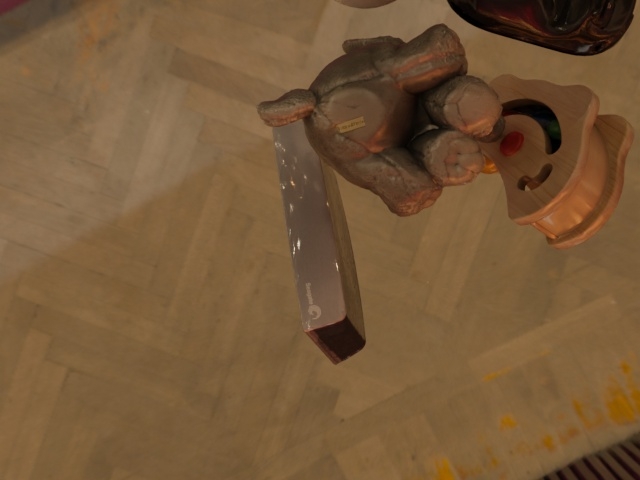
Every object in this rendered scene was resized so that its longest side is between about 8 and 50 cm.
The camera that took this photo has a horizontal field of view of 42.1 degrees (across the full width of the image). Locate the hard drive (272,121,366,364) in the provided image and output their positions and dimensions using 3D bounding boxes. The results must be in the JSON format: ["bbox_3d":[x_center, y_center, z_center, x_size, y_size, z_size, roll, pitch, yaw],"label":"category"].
[{"bbox_3d":[0.000,0.000,0.953,0.054,0.172,0.254,-13,66,8],"label":"hard drive"}]

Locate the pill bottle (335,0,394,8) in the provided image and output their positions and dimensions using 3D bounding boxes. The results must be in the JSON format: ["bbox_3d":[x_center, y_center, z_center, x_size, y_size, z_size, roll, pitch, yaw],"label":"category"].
[{"bbox_3d":[0.026,-0.281,0.631,0.131,0.229,0.131,-2,74,8],"label":"pill bottle"}]

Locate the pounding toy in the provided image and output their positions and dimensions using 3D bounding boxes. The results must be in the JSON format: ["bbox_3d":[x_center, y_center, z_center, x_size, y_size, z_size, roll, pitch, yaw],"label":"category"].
[{"bbox_3d":[0.266,-0.068,0.892,0.155,0.269,0.154,28,92,-32],"label":"pounding toy"}]

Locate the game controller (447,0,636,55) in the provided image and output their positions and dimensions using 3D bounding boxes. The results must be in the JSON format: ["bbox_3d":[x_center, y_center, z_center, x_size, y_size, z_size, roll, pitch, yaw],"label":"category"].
[{"bbox_3d":[0.203,-0.317,0.711,0.167,0.067,0.319,12,78,0],"label":"game controller"}]

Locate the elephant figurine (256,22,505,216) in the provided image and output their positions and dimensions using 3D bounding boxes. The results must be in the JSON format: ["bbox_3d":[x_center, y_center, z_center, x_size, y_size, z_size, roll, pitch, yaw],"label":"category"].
[{"bbox_3d":[0.074,-0.114,0.785,0.169,0.239,0.186,-40,97,10],"label":"elephant figurine"}]
